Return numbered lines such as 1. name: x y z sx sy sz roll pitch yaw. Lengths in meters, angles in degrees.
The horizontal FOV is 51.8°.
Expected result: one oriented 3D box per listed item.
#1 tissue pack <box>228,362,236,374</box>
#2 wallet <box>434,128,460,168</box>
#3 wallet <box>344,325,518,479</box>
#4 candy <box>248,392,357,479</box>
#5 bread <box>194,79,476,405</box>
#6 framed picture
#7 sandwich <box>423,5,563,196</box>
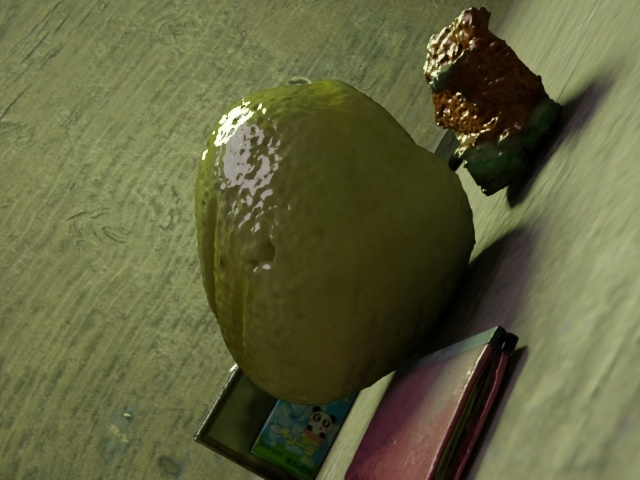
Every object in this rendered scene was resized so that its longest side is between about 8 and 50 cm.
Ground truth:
1. tissue pack: -0.087 0.292 1.483 0.148 0.209 0.156 -62 0 40
2. wallet: 0.286 -0.209 1.346 0.170 0.044 0.321 -61 1 -19
3. wallet: 0.066 0.134 0.472 0.119 0.025 0.232 -59 -2 -18
4. candy: -0.013 0.234 0.937 0.195 0.097 0.062 -60 -3 -19
5. bread: -0.009 0.005 0.668 0.237 0.320 0.320 -29 -19 -29
6. framed picture: -0.067 0.260 0.971 0.010 0.231 0.173 11 62 45
7. sandwich: 0.158 -0.143 0.670 0.109 0.160 0.185 -41 11 15
